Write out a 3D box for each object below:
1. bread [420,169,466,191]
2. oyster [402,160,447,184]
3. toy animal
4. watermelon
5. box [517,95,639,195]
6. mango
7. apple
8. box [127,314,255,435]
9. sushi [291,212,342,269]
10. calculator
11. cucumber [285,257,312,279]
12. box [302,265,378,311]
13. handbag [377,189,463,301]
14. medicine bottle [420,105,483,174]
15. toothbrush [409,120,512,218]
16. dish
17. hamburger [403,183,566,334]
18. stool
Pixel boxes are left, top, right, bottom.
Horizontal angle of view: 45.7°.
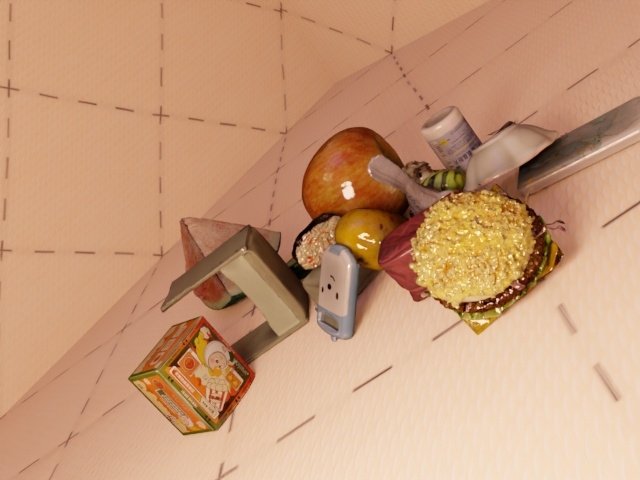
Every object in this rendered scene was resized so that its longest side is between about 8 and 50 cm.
[{"bbox_3d":[0.282,-0.116,1.724,0.130,0.071,0.139,-3,-16,10],"label":"bread"},{"bbox_3d":[0.258,-0.151,1.912,0.061,0.200,0.106,-14,71,34],"label":"oyster"},{"bbox_3d":[0.246,-0.075,1.601,0.206,0.367,0.081,11,77,25],"label":"toy animal"},{"bbox_3d":[-0.274,0.048,2.295,0.250,0.293,0.283,-14,-4,-41],"label":"watermelon"},{"bbox_3d":[0.530,-0.189,1.537,0.285,0.044,0.142,-29,24,33],"label":"box"},{"bbox_3d":[0.131,-0.009,1.687,0.167,0.130,0.262,21,13,28],"label":"mango"},{"bbox_3d":[0.085,-0.136,1.922,0.250,0.277,0.309,-39,-19,22],"label":"apple"},{"bbox_3d":[-0.285,0.305,1.707,0.148,0.195,0.177,-21,24,44],"label":"box"},{"bbox_3d":[0.000,0.000,1.757,0.150,0.090,0.078,-39,20,-6],"label":"sushi"},{"bbox_3d":[0.036,0.112,1.595,0.039,0.210,0.121,-1,12,-28],"label":"calculator"},{"bbox_3d":[-0.018,0.046,2.039,0.244,0.063,0.115,-34,11,18],"label":"cucumber"},{"bbox_3d":[0.043,0.083,1.767,0.172,0.093,0.124,-47,18,-25],"label":"box"},{"bbox_3d":[0.231,0.012,1.494,0.225,0.135,0.146,-36,19,23],"label":"handbag"},{"bbox_3d":[0.324,-0.213,1.773,0.103,0.187,0.103,-35,17,12],"label":"medicine bottle"},{"bbox_3d":[0.352,-0.176,1.876,0.364,0.041,0.041,-44,17,-12],"label":"toothbrush"},{"bbox_3d":[0.382,-0.191,1.600,0.229,0.081,0.229,-33,3,2],"label":"dish"},{"bbox_3d":[0.272,0.011,1.287,0.261,0.138,0.243,-43,48,5],"label":"hamburger"},{"bbox_3d":[-0.199,0.146,1.854,0.269,0.243,0.170,-35,17,11],"label":"stool"}]
